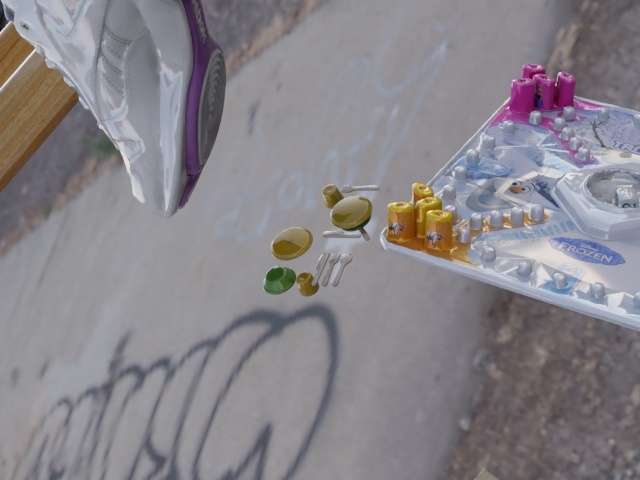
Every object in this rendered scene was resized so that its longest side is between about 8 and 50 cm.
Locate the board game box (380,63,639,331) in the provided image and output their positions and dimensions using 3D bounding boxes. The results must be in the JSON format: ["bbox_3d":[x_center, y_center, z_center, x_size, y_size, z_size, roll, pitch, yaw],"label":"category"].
[{"bbox_3d":[0.320,-0.055,1.479,0.390,0.390,0.050,-45,-36,-45],"label":"board game box"}]

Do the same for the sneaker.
[{"bbox_3d":[-0.157,-0.155,1.057,0.114,0.152,0.305,-71,-19,-52],"label":"sneaker"}]

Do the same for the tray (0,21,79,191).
[{"bbox_3d":[-0.322,-0.156,1.470,0.411,0.076,0.203,-52,27,-8],"label":"tray"}]

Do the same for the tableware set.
[{"bbox_3d":[0.000,0.000,1.481,0.104,0.024,0.154,1,48,27],"label":"tableware set"}]

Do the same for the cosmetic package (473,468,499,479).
[{"bbox_3d":[0.163,0.312,1.528,0.115,0.041,0.060,-47,-31,-10],"label":"cosmetic package"}]
